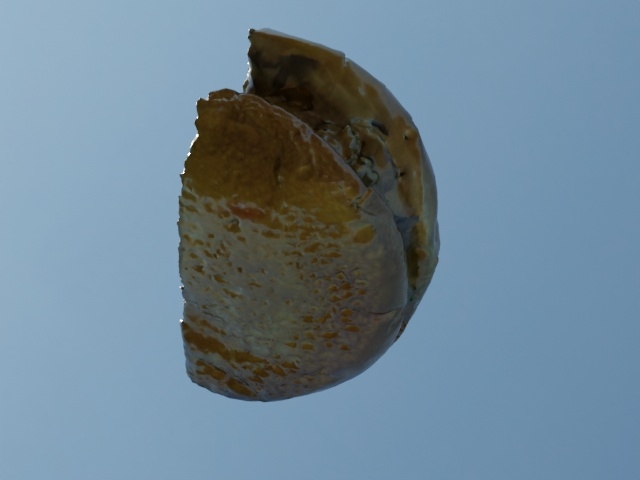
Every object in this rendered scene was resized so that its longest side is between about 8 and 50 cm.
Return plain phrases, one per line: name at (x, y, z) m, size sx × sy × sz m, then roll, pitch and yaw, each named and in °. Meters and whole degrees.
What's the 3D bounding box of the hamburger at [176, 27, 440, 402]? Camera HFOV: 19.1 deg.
hamburger at (0.000, 0.000, 1.230) m, size 0.157 × 0.283 × 0.144 m, roll 13°, pitch -132°, yaw 10°
